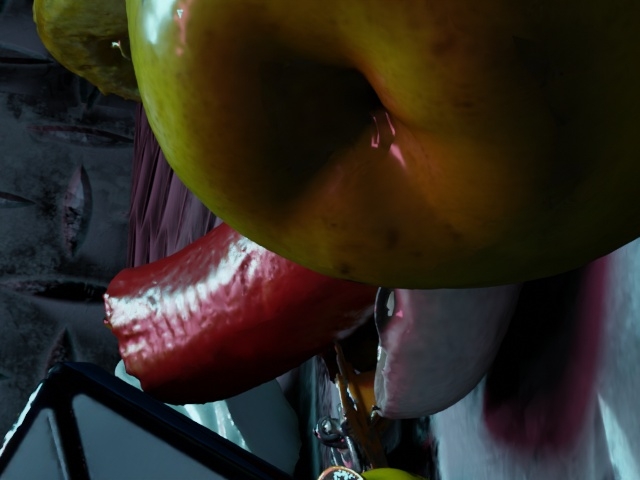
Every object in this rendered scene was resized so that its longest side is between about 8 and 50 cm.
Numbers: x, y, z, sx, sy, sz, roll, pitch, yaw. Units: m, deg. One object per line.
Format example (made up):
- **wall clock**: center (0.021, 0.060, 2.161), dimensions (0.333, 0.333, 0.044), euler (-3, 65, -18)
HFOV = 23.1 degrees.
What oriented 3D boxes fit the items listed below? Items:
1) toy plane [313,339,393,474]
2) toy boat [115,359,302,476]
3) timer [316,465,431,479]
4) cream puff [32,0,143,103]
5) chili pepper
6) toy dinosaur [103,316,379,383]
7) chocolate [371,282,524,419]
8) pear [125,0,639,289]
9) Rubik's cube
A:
- **toy plane**: center (0.031, 0.165, 1.071), dimensions (0.135, 0.062, 0.188), euler (62, -156, -61)
- **toy boat**: center (-0.091, 0.177, 1.436), dimensions (0.100, 0.199, 0.290), euler (-42, 28, 17)
- **timer**: center (0.047, 0.195, 0.959), dimensions (0.107, 0.109, 0.107), euler (-25, 53, 40)
- **cream puff**: center (-0.119, -0.270, 1.437), dimensions (0.343, 0.327, 0.231), euler (41, -130, -53)
- **chili pepper**: center (0.003, 0.004, 1.102), dimensions (0.338, 0.134, 0.131), euler (-34, 46, 29)
- **toy dinosaur**: center (-0.041, 0.011, 1.340), dimensions (0.432, 0.097, 0.208), euler (8, 79, 59)
- **chocolate**: center (0.082, -0.047, 0.877), dimensions (0.185, 0.100, 0.303), euler (109, 170, -84)
- **pear**: center (0.060, -0.119, 0.627), dimensions (0.294, 0.294, 0.294), euler (-172, 90, -78)
- **Rubik's cube**: center (-0.143, 0.249, 1.150), dimensions (0.250, 0.248, 0.246), euler (-58, -2, -6)
